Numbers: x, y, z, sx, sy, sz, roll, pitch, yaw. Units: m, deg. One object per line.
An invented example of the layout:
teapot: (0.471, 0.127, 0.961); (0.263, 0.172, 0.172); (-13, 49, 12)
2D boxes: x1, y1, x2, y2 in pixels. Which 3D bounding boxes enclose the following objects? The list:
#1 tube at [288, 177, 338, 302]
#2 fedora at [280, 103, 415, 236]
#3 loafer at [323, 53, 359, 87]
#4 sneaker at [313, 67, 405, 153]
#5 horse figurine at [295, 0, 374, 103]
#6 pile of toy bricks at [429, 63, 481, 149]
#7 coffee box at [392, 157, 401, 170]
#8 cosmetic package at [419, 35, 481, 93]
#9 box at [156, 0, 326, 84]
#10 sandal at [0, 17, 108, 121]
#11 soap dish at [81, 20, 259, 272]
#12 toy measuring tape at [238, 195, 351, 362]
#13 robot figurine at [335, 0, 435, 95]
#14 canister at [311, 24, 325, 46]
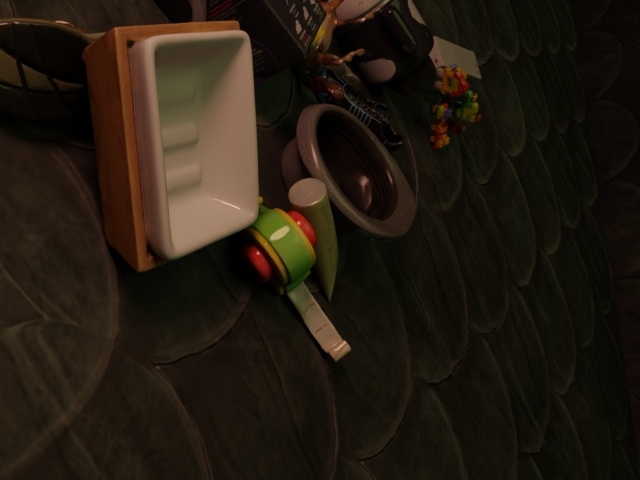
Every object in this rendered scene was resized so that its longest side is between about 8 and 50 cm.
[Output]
tube: (0.000, 0.000, 1.238); (0.070, 0.062, 0.240); (-38, 142, -16)
fedora: (0.031, -0.104, 1.318); (0.275, 0.124, 0.243); (45, 38, -19)
loafer: (0.035, -0.352, 1.531); (0.125, 0.045, 0.039); (26, 37, -54)
sneaker: (0.082, -0.264, 1.501); (0.232, 0.091, 0.081); (47, 40, -31)
horse figurine: (0.013, -0.384, 1.430); (0.066, 0.175, 0.263); (35, 60, -45)
pile of toy bricks: (0.336, -0.316, 1.781); (0.118, 0.105, 0.212); (-35, 140, -38)
coffee box: (0.112, -0.116, 1.512); (0.184, 0.040, 0.113); (-3, 75, -55)
cosmetic package: (0.301, -0.436, 1.873); (0.231, 0.117, 0.085); (-1, 74, -56)
box: (-0.142, -0.399, 1.189); (0.270, 0.165, 0.143); (49, 40, -29)
sandal: (-0.313, -0.221, 0.937); (0.303, 0.086, 0.120); (-19, 133, -58)
soap dish: (-0.186, -0.130, 0.960); (0.229, 0.118, 0.290); (-29, 123, -55)
toy measuring tape: (-0.032, 0.061, 1.147); (0.330, 0.121, 0.121); (58, 36, -16)
robot figurine: (0.135, -0.451, 1.594); (0.278, 0.209, 0.173); (52, 51, -25)
canister: (-0.077, -0.426, 1.337); (0.073, 0.126, 0.170); (-46, 121, -10)
